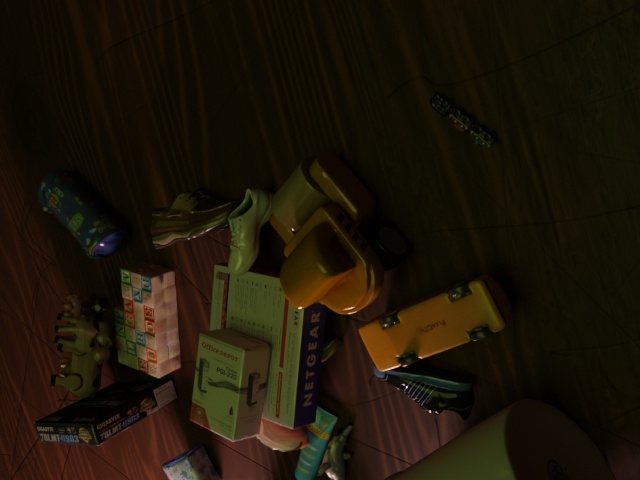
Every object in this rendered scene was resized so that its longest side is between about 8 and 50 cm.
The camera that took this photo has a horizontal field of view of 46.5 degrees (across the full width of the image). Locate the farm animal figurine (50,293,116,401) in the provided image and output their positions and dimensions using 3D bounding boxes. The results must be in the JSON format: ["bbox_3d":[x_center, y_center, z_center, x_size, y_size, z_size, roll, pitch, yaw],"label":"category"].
[{"bbox_3d":[-0.665,0.309,2.138,0.330,0.172,0.327,-145,66,-77],"label":"farm animal figurine"}]

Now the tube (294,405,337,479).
[{"bbox_3d":[-0.014,0.502,1.836,0.080,0.052,0.207,24,113,24],"label":"tube"}]

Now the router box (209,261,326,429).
[{"bbox_3d":[-0.135,0.240,1.761,0.301,0.082,0.335,11,98,39],"label":"router box"}]

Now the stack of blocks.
[{"bbox_3d":[-0.487,0.214,2.077,0.171,0.087,0.297,13,112,34],"label":"stack of blocks"}]

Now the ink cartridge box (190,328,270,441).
[{"bbox_3d":[-0.208,0.328,1.711,0.158,0.092,0.218,13,97,39],"label":"ink cartridge box"}]

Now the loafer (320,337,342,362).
[{"bbox_3d":[-0.008,0.259,1.744,0.148,0.056,0.050,-35,88,39],"label":"loafer"}]

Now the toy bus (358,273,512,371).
[{"bbox_3d":[0.229,0.163,1.483,0.332,0.130,0.108,-29,85,40],"label":"toy bus"}]

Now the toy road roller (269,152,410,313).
[{"bbox_3d":[0.000,0.000,1.535,0.329,0.240,0.202,52,128,13],"label":"toy road roller"}]

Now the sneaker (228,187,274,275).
[{"bbox_3d":[-0.182,-0.024,1.720,0.080,0.094,0.212,24,95,40],"label":"sneaker"}]

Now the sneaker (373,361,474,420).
[{"bbox_3d":[0.214,0.315,1.576,0.232,0.081,0.090,8,104,35],"label":"sneaker"}]

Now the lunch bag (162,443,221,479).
[{"bbox_3d":[-0.376,0.675,2.133,0.151,0.096,0.129,-33,84,30],"label":"lunch bag"}]

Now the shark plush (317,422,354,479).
[{"bbox_3d":[0.050,0.509,1.802,0.067,0.073,0.161,21,96,10],"label":"shark plush"}]

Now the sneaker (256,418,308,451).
[{"bbox_3d":[-0.127,0.423,1.852,0.262,0.099,0.121,25,108,38],"label":"sneaker"}]

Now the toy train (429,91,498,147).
[{"bbox_3d":[0.267,-0.223,1.399,0.158,0.027,0.036,43,129,20],"label":"toy train"}]

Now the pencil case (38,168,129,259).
[{"bbox_3d":[-0.681,-0.070,2.113,0.306,0.119,0.133,42,96,20],"label":"pencil case"}]

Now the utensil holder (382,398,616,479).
[{"bbox_3d":[0.321,0.521,1.405,0.327,0.327,0.385,52,126,13],"label":"utensil holder"}]

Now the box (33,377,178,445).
[{"bbox_3d":[-0.609,0.486,2.123,0.295,0.293,0.073,-12,97,40],"label":"box"}]

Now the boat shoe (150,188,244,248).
[{"bbox_3d":[-0.319,-0.064,1.841,0.324,0.122,0.120,-15,92,39],"label":"boat shoe"}]
